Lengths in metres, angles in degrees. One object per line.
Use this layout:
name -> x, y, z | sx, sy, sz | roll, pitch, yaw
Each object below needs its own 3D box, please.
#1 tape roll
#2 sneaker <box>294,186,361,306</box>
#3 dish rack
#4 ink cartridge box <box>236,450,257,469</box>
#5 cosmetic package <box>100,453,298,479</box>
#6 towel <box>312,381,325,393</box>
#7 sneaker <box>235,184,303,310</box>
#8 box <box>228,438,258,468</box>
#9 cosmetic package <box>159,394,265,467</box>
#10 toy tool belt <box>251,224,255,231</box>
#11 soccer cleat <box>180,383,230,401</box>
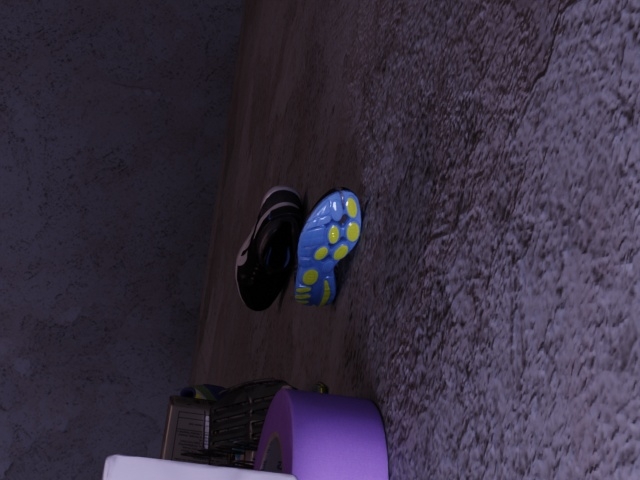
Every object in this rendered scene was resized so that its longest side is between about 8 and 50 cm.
tape roll -> -0.012, 0.282, 1.155 | 0.275, 0.090, 0.275 | -171, 90, -80
sneaker -> 0.000, 0.000, 1.397 | 0.188, 0.067, 0.078 | 106, 162, -52
dish rack -> -0.100, 0.299, 1.443 | 0.208, 0.074, 0.271 | -20, 62, 46
ink cartridge box -> -0.071, 0.320, 1.542 | 0.181, 0.061, 0.104 | 137, 140, -74
cosmetic package -> -0.144, 0.375, 1.098 | 0.453, 0.161, 0.230 | 113, 163, -59
towel -> -0.006, 0.209, 1.419 | 0.060, 0.009, 0.083 | -174, 93, -81
sneaker -> -0.080, 0.036, 1.798 | 0.121, 0.079, 0.217 | -94, 18, -59
box -> -0.112, 0.411, 1.710 | 0.100, 0.060, 0.244 | -146, 65, -79
cosmetic package -> -0.180, 0.397, 1.860 | 0.129, 0.153, 0.296 | 176, 104, -82
toy tool belt -> -0.079, -0.005, 1.961 | 0.051, 0.052, 0.083 | -41, 32, 23
soccer cleat -> -0.205, 0.361, 2.120 | 0.289, 0.121, 0.093 | -96, 18, -55
